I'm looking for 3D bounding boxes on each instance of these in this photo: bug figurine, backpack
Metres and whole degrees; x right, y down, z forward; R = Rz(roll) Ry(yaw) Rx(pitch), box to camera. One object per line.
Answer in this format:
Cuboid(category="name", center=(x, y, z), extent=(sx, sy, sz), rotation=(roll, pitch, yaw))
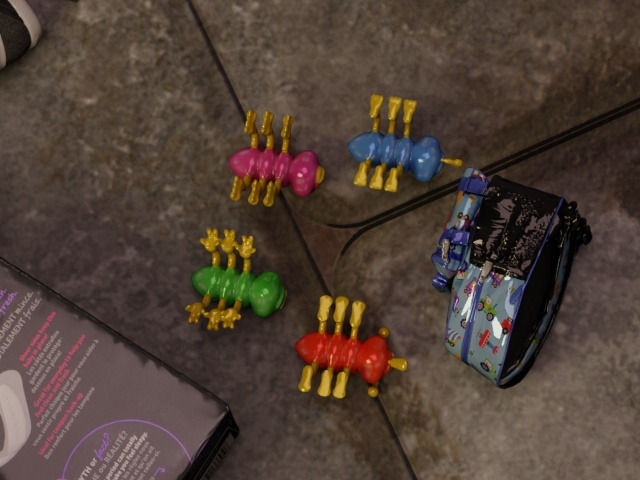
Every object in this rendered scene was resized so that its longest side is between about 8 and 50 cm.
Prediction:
Cuboid(category="bug figurine", center=(0.000, 0.000, 1.724), extent=(0.216, 0.072, 0.279), rotation=(14, 81, 10))
Cuboid(category="backpack", center=(0.158, 0.038, 1.676), extent=(0.117, 0.158, 0.173), rotation=(19, 88, 14))

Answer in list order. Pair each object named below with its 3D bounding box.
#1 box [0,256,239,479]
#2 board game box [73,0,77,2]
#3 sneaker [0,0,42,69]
Cuboid(category="box", center=(-0.226, 0.150, 1.650), extent=(0.270, 0.143, 0.165), rotation=(32, 79, 9))
Cuboid(category="board game box", center=(-0.332, -0.333, 1.834), extent=(0.259, 0.030, 0.136), rotation=(20, 75, 5))
Cuboid(category="sneaker", center=(-0.369, -0.234, 1.748), extent=(0.217, 0.079, 0.121), rotation=(45, 57, -3))
